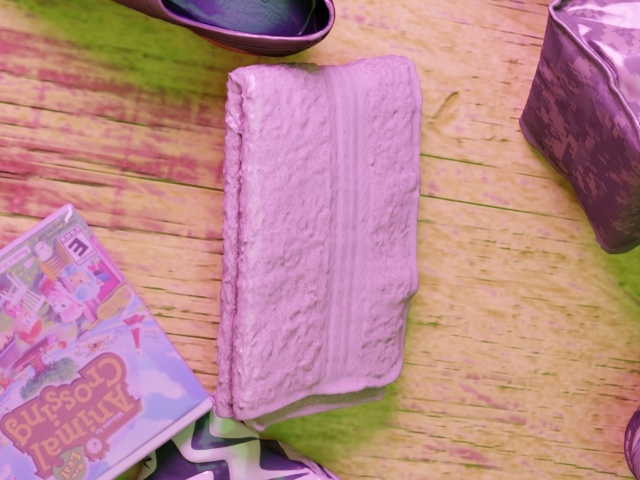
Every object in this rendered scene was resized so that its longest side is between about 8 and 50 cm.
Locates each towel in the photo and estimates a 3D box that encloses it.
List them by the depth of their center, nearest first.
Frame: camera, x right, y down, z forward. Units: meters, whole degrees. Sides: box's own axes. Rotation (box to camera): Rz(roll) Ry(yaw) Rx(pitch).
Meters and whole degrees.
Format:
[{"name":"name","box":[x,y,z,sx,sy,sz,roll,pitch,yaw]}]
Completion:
[{"name":"towel","box":[0.000,0.000,1.332,0.187,0.049,0.282,-9,105,-44]}]

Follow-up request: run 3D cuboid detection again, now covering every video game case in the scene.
[{"name":"video game case","box":[-0.221,0.109,1.307,0.212,0.023,0.193,-36,90,-7]}]

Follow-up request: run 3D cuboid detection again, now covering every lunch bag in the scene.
[{"name":"lunch bag","box":[0.318,-0.143,1.326,0.287,0.235,0.169,-30,74,-9]}]

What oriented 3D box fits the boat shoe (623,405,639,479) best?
[{"name":"boat shoe","box":[0.411,0.102,1.484,0.355,0.130,0.132,-26,105,-4]}]

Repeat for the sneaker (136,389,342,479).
[{"name":"sneaker","box":[-0.057,0.239,1.385,0.235,0.094,0.153,36,91,-21]}]

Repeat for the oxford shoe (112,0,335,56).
[{"name":"oxford shoe","box":[-0.149,-0.233,1.228,0.364,0.133,0.130,19,96,-20]}]
